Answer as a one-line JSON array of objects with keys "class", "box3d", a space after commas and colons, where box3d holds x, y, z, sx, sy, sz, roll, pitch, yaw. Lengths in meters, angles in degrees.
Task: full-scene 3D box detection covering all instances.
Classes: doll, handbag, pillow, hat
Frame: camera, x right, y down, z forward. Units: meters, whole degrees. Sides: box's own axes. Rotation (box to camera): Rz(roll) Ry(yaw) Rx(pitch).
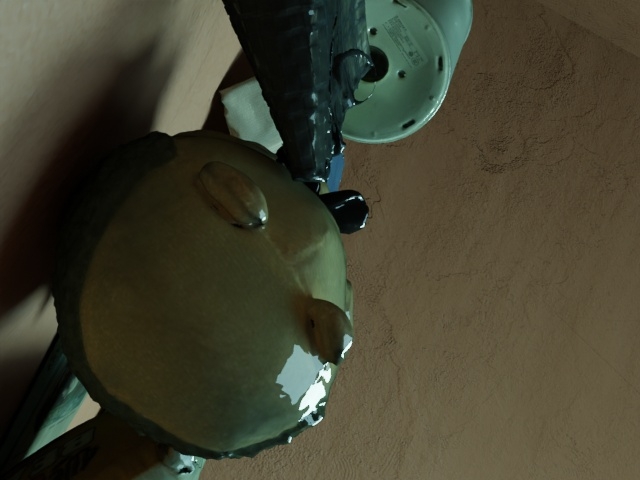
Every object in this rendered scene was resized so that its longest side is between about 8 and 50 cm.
[{"class": "doll", "box3d": [-0.077, 0.026, 0.905, 0.247, 0.247, 0.349, -61, -173, -4]}, {"class": "handbag", "box3d": [-0.005, -0.160, 0.877, 0.270, 0.088, 0.175, -67, 144, -62]}, {"class": "pillow", "box3d": [-0.221, 0.236, 1.036, 0.310, 0.119, 0.312, -31, 180, -2]}, {"class": "hat", "box3d": [-0.048, -0.081, 1.300, 0.219, 0.164, 0.226, -53, 138, -78]}]

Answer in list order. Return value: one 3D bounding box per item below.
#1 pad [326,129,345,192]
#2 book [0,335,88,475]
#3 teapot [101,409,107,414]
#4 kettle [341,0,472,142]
[{"class": "pad", "box3d": [0.000, 0.000, 1.441, 0.270, 0.012, 0.269, 80, 21, -79]}, {"class": "book", "box3d": [-0.224, 0.090, 1.168, 0.283, 0.025, 0.215, -60, 177, 7]}, {"class": "teapot", "box3d": [-0.228, 0.260, 1.757, 0.220, 0.149, 0.318, -60, 178, 38]}, {"class": "kettle", "box3d": [0.081, -0.255, 1.630, 0.318, 0.205, 0.265, -64, 179, -62]}]
